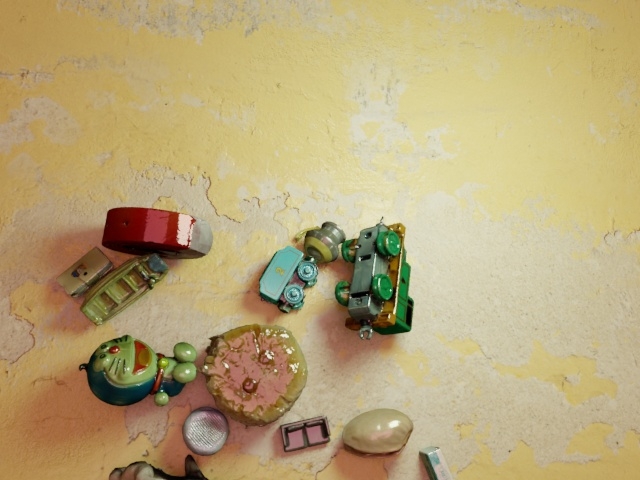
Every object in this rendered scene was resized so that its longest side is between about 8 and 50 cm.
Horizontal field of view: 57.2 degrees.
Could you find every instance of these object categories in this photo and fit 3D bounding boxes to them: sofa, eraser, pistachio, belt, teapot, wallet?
[{"bbox_3d":[-0.044,0.590,1.791,0.147,0.060,0.085,-9,78,-11],"label":"sofa"},{"bbox_3d":[0.377,0.747,1.798,0.052,0.095,0.225,-20,80,-13],"label":"eraser"},{"bbox_3d":[0.178,0.593,1.796,0.223,0.126,0.152,-15,45,-8],"label":"pistachio"},{"bbox_3d":[-0.493,-0.017,1.790,0.323,0.227,0.115,5,77,-6],"label":"belt"},{"bbox_3d":[0.000,0.000,1.929,0.165,0.130,0.119,22,54,30],"label":"teapot"},{"bbox_3d":[-0.722,0.099,1.807,0.155,0.039,0.110,-43,54,-16],"label":"wallet"}]

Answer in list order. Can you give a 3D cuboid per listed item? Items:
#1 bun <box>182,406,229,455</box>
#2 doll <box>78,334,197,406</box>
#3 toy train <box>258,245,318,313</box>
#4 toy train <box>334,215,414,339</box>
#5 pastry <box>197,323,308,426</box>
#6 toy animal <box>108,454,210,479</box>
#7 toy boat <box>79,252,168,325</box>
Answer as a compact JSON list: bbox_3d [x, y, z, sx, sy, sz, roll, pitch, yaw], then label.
[{"bbox_3d":[-0.342,0.565,1.742,0.140,0.083,0.141,6,71,-17],"label":"bun"},{"bbox_3d":[-0.530,0.385,1.705,0.321,0.186,0.198,14,31,-17],"label":"doll"},{"bbox_3d":[-0.103,0.123,1.877,0.163,0.112,0.203,29,71,5],"label":"toy train"},{"bbox_3d":[0.196,0.129,1.868,0.249,0.178,0.429,37,52,-39],"label":"toy train"},{"bbox_3d":[-0.197,0.403,1.775,0.329,0.136,0.330,3,75,-10],"label":"pastry"},{"bbox_3d":[-0.413,0.706,1.631,0.344,0.302,0.194,23,77,-28],"label":"toy animal"},{"bbox_3d":[-0.599,0.138,1.793,0.276,0.084,0.111,-39,121,-10],"label":"toy boat"}]
